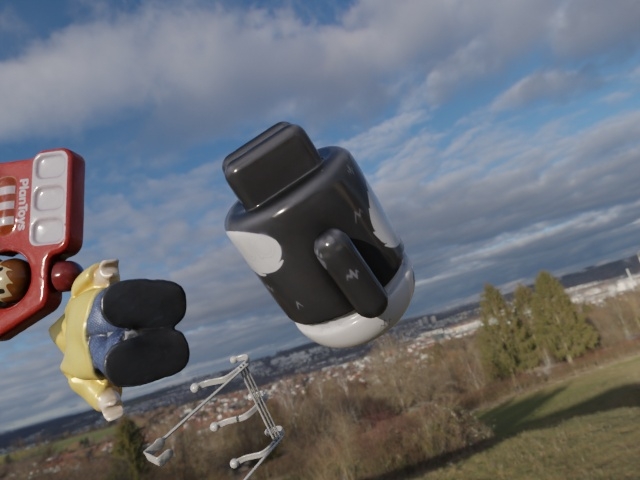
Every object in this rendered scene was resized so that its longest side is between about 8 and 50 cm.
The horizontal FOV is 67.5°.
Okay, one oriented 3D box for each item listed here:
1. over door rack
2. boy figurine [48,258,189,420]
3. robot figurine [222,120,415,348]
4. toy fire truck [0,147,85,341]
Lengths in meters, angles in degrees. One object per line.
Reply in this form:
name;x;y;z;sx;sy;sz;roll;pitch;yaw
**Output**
over door rack;-0.224;0.436;1.039;0.108;0.239;0.324;-13;18;31
boy figurine;-0.249;0.115;0.558;0.092;0.177;0.285;-1;-10;-37
robot figurine;0.001;-0.002;0.573;0.174;0.278;0.209;-19;25;33
toy fire truck;-0.504;0.008;0.773;0.254;0.302;0.169;-7;-13;9
